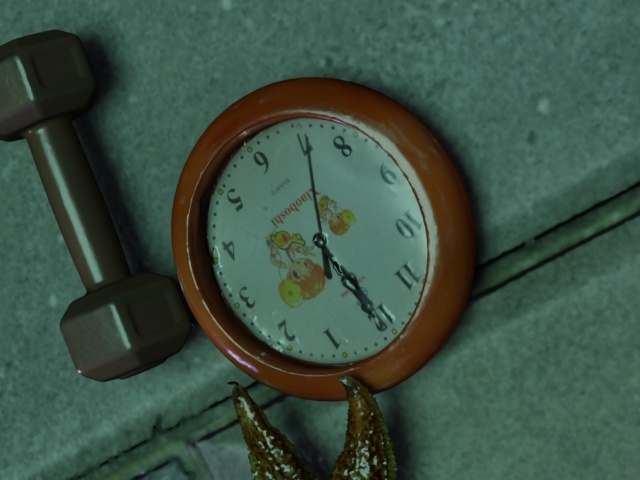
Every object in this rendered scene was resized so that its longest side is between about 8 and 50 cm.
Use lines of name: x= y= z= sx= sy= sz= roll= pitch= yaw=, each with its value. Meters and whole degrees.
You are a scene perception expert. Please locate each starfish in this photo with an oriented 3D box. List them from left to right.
starfish: x=0.013 y=0.191 z=1.268 sx=0.240 sy=0.043 sz=0.227 roll=-7 pitch=111 yaw=19

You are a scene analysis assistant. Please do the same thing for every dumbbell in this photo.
dumbbell: x=-0.158 y=-0.021 z=1.311 sx=0.082 sy=0.092 sz=0.231 roll=-26 pitch=84 yaw=56

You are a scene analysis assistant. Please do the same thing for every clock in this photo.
clock: x=0.000 y=0.000 z=1.254 sx=0.205 sy=0.051 sz=0.205 roll=5 pitch=102 yaw=24
